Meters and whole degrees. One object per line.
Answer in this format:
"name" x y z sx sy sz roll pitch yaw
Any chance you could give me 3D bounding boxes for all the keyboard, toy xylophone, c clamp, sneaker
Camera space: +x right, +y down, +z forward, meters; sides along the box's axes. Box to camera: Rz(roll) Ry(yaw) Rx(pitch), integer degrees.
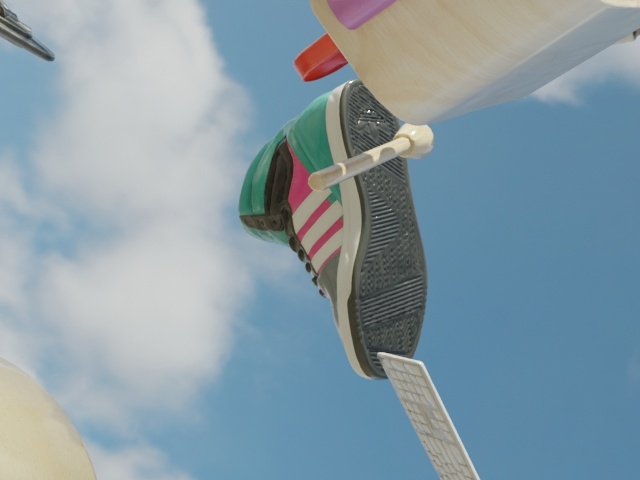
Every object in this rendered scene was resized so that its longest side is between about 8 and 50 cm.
"keyboard" 0.124 0.212 0.902 0.256 0.014 0.072 63 -18 -14
"toy xylophone" 0.098 -0.126 0.599 0.236 0.323 0.081 -31 -94 21
"c clamp" -0.266 -0.180 0.752 0.137 0.161 0.022 41 -84 27
"sneaker" 0.000 0.000 1.023 0.178 0.124 0.295 -16 -105 47

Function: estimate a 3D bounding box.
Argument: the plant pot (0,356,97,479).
"plant pot" -0.258 0.147 0.468 0.256 0.257 0.274 59 -8 14

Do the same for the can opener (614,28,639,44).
"can opener" 0.247 -0.193 0.726 0.284 0.095 0.075 -7 -100 38
